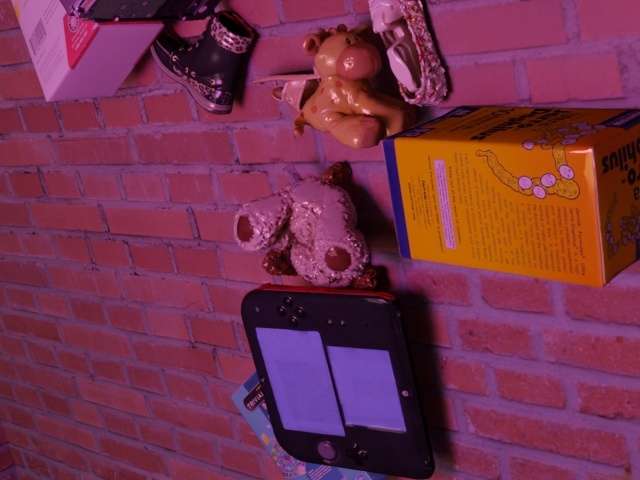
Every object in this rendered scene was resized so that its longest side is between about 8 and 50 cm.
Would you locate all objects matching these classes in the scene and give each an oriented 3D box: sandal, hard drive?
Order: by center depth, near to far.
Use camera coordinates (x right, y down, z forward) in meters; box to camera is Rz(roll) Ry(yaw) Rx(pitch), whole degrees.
[{"bbox_3d":[-0.244,-0.460,1.748,0.237,0.339,0.064,-41,79,33],"label":"hard drive"},{"bbox_3d":[-0.029,-0.262,1.853,0.240,0.088,0.079,-4,101,43],"label":"sandal"}]

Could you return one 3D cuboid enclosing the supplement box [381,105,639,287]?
[{"bbox_3d":[0.294,-0.076,1.522,0.356,0.194,0.195,8,116,44],"label":"supplement box"}]

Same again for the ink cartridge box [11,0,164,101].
[{"bbox_3d":[-0.494,-0.515,2.115,0.279,0.160,0.385,-38,70,49],"label":"ink cartridge box"}]

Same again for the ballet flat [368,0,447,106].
[{"bbox_3d":[0.128,-0.321,1.663,0.091,0.077,0.241,-26,89,49],"label":"ballet flat"}]

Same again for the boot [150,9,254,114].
[{"bbox_3d":[-0.223,-0.374,2.014,0.236,0.085,0.179,46,130,26],"label":"boot"}]

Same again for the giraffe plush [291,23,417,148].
[{"bbox_3d":[0.047,-0.258,1.703,0.210,0.181,0.170,10,113,20],"label":"giraffe plush"}]

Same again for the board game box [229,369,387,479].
[{"bbox_3d":[-0.020,0.395,2.193,0.336,0.079,0.254,54,138,12],"label":"board game box"}]

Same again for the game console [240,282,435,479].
[{"bbox_3d":[0.028,0.261,1.955,0.342,0.060,0.387,4,118,36],"label":"game console"}]

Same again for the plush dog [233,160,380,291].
[{"bbox_3d":[0.000,0.000,1.912,0.262,0.211,0.225,16,141,22],"label":"plush dog"}]
